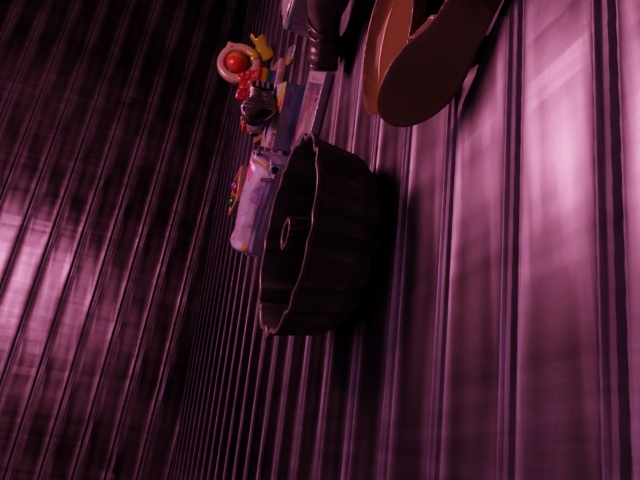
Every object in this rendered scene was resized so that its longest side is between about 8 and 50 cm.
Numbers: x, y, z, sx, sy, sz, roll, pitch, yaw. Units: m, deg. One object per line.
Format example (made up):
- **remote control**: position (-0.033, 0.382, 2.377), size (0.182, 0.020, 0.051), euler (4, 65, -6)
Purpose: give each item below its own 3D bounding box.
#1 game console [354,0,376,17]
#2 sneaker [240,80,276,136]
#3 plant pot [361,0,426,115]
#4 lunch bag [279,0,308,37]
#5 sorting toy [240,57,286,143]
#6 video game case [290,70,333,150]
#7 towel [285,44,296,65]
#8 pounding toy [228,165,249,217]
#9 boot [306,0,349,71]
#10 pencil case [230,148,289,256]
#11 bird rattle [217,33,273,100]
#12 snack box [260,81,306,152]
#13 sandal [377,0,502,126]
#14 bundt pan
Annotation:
- **game console**: position (0.062, -0.602, 1.180), size (0.250, 0.173, 0.293), euler (150, 130, -70)
- **sneaker**: position (-0.165, -0.318, 1.723), size (0.228, 0.086, 0.132), euler (-83, 7, -55)
- **plant pot**: position (0.113, -0.309, 1.012), size (0.236, 0.032, 0.236), euler (-174, 90, -78)
- **lunch bag**: position (-0.027, -0.668, 1.672), size (0.224, 0.108, 0.279), euler (-100, 26, -53)
- **sorting toy**: position (-0.204, -0.467, 2.204), size (0.255, 0.089, 0.257), euler (-170, 91, -75)
- **video game case**: position (-0.024, -0.298, 1.550), size (0.183, 0.023, 0.201), euler (-128, 51, -71)
- **towel**: position (-0.093, -0.573, 2.031), size (0.083, 0.009, 0.060), euler (-137, 61, -73)
- **pounding toy**: position (-0.227, -0.195, 2.076), size (0.181, 0.094, 0.206), euler (134, 145, -63)
- **boot**: position (0.017, -0.519, 1.399), size (0.338, 0.118, 0.222), euler (-72, -11, -45)
- **pencil case**: position (-0.148, -0.095, 1.682), size (0.124, 0.114, 0.273), euler (52, 130, 52)
- **bird rattle**: position (-0.284, -0.641, 2.449), size (0.143, 0.207, 0.253), euler (82, -154, -80)
- **snack box**: position (-0.099, -0.326, 1.754), size (0.207, 0.070, 0.174), euler (-145, 67, -75)
- **sandal**: position (0.159, -0.243, 0.796), size (0.240, 0.088, 0.079), euler (-59, -8, 35)
- **bundt pan**: position (0.000, 0.000, 1.049), size (0.331, 0.124, 0.330), euler (-169, 90, -74)
